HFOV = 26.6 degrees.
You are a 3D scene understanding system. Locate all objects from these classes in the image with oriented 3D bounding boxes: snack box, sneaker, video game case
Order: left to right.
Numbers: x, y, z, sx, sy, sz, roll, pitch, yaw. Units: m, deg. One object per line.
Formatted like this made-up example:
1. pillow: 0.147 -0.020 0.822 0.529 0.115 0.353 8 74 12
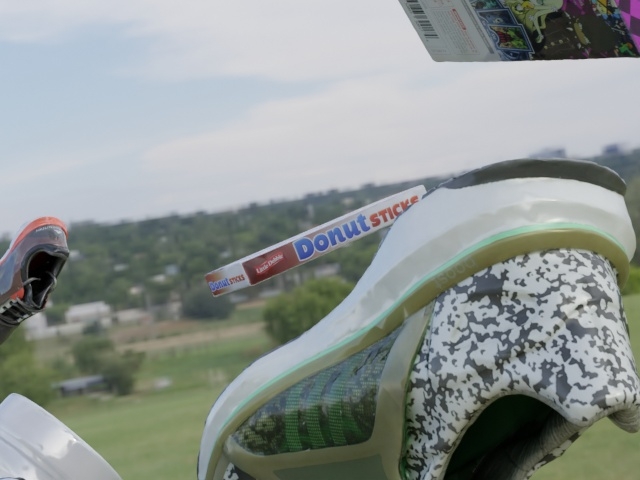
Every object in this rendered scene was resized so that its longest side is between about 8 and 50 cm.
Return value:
1. sneaker: -0.288 0.051 1.279 0.061 0.158 0.065 18 24 -37
2. snack box: 0.000 0.000 1.045 0.178 0.022 0.064 -23 3 -31
3. sneaker: 0.047 0.135 0.805 0.158 0.182 0.410 12 -45 -27
4. video game case: 0.103 -0.223 0.917 0.042 0.232 0.210 -47 29 -23

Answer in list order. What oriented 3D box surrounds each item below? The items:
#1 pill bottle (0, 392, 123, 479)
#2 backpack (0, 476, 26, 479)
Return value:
1. pill bottle: -0.300 0.274 1.123 0.278 0.162 0.162 -50 14 -20
2. backpack: -0.233 0.286 0.871 0.213 0.276 0.263 30 28 11
